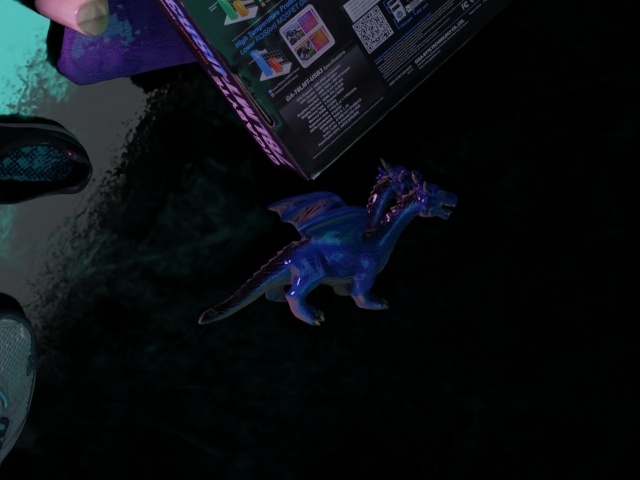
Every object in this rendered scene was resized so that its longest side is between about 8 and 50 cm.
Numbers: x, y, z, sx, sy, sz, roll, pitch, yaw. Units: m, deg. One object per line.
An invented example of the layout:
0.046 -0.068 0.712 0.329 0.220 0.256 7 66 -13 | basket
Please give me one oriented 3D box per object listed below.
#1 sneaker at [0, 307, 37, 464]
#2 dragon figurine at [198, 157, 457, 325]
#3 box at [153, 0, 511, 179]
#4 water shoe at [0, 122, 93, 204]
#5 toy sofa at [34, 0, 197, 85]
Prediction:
-0.306 0.189 0.874 0.110 0.122 0.283 34 67 -29 | sneaker
0.000 0.000 1.026 0.289 0.085 0.144 -8 111 -26 | dragon figurine
0.007 -0.250 0.776 0.295 0.073 0.293 -43 117 -11 | box
-0.291 -0.064 0.851 0.203 0.080 0.073 -9 111 -25 | water shoe
-0.050 -0.229 0.882 0.362 0.150 0.177 -12 111 -25 | toy sofa
